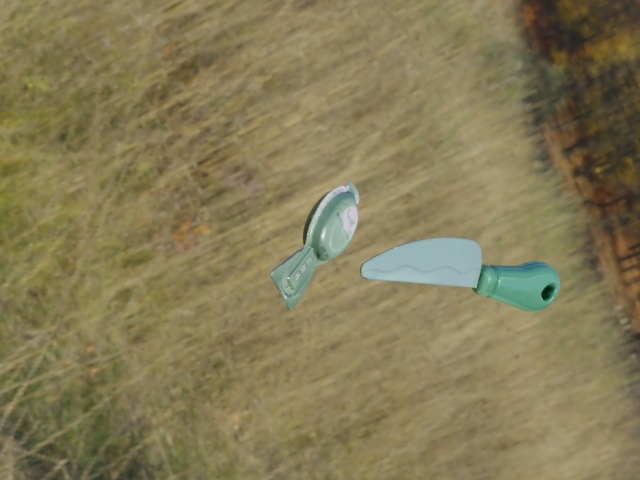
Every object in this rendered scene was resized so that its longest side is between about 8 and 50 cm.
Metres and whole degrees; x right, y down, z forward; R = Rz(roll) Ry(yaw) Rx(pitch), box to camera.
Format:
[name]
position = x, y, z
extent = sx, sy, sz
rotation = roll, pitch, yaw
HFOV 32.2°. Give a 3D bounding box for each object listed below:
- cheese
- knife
[cheese]
position = 0.000, 0.000, 0.946
extent = 0.121, 0.026, 0.067
rotation = -54, 146, -22
[knife]
position = 0.153, 0.030, 1.152
extent = 0.260, 0.063, 0.034
rotation = 11, 18, -35
